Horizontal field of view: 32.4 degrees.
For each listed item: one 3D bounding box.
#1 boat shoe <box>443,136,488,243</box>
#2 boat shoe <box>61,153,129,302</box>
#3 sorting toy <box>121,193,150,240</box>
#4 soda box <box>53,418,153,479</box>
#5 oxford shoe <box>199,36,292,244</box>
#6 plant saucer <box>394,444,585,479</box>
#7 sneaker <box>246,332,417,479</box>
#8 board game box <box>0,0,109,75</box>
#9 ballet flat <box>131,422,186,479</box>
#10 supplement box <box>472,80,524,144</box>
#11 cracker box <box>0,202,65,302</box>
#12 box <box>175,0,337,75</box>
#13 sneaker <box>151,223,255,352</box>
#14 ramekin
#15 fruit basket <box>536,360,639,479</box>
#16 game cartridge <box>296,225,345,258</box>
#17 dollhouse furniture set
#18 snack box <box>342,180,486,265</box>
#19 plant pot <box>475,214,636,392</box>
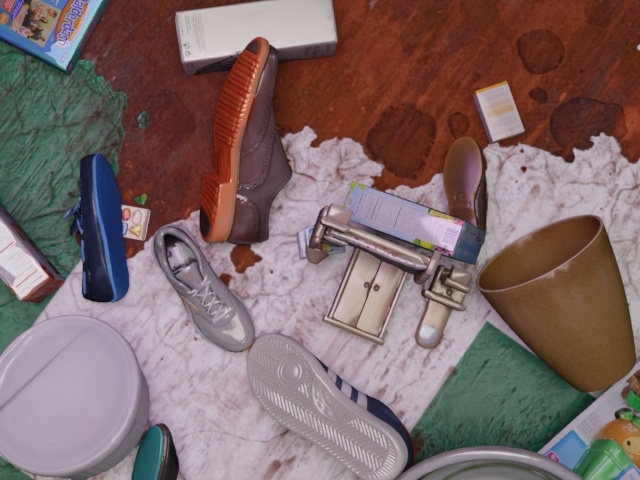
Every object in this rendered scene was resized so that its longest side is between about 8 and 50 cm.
[{"bbox_3d":[0.261,-0.078,1.959,0.073,0.073,0.207,2,89,28],"label":"boat shoe"},{"bbox_3d":[-0.398,-0.019,1.904,0.089,0.109,0.258,-7,85,17],"label":"boat shoe"},{"bbox_3d":[-0.334,-0.045,1.954,0.062,0.012,0.083,10,86,-2],"label":"sorting toy"},{"bbox_3d":[-0.378,0.352,1.892,0.183,0.058,0.063,-33,71,-5],"label":"soda box"},{"bbox_3d":[-0.113,-0.167,1.903,0.132,0.130,0.364,6,109,-24],"label":"oxford shoe"},{"bbox_3d":[0.284,0.481,1.850,0.400,0.100,0.401,3,119,6],"label":"plant saucer"},{"bbox_3d":[0.022,0.289,1.901,0.350,0.148,0.131,41,102,24],"label":"sneaker"},{"bbox_3d":[-0.505,-0.413,1.957,0.210,0.047,0.160,28,84,0],"label":"board game box"},{"bbox_3d":[-0.287,0.446,1.882,0.096,0.095,0.281,16,96,-38],"label":"ballet flat"},{"bbox_3d":[0.320,-0.230,1.987,0.062,0.036,0.098,-18,86,-4],"label":"supplement box"},{"bbox_3d":[-0.541,-0.002,1.870,0.067,0.156,0.232,-39,89,-6],"label":"cracker box"},{"bbox_3d":[-0.112,-0.363,1.941,0.275,0.113,0.094,-8,86,-2],"label":"box"},{"bbox_3d":[-0.209,0.085,1.896,0.099,0.121,0.262,-38,88,-4],"label":"sneaker"},{"bbox_3d":[-0.408,0.269,1.830,0.272,0.127,0.273,-5,64,10],"label":"ramekin"},{"bbox_3d":[0.594,0.389,1.891,0.353,0.165,0.327,-38,88,-8],"label":"fruit basket"},{"bbox_3d":[0.000,0.000,1.965,0.083,0.017,0.056,-9,82,-4],"label":"game cartridge"},{"bbox_3d":[0.110,0.084,1.792,0.303,0.355,0.174,22,87,-2],"label":"dollhouse furniture set"},{"bbox_3d":[0.159,-0.028,1.862,0.207,0.174,0.070,19,91,20],"label":"snack box"},{"bbox_3d":[0.431,0.124,1.886,0.237,0.237,0.254,-32,101,-5],"label":"plant pot"}]
